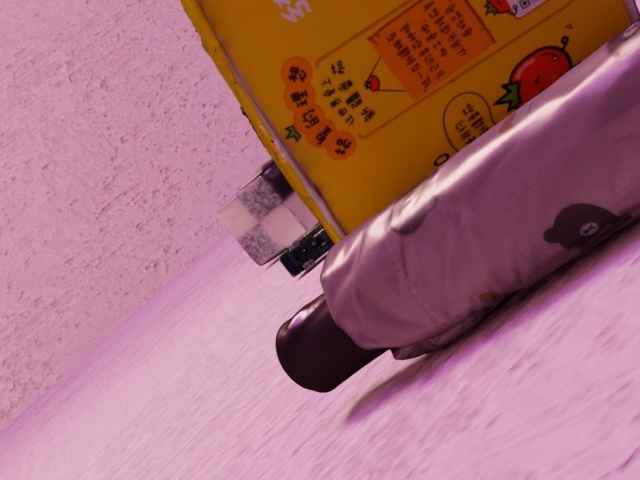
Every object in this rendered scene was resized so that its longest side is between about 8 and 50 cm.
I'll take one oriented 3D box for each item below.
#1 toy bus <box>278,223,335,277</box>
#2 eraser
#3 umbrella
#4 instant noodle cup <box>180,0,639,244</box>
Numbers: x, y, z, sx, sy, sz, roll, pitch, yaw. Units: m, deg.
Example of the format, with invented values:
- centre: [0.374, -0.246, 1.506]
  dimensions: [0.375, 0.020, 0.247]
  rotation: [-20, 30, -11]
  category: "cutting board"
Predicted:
- centre: [0.000, 0.000, 1.384]
  dimensions: [0.083, 0.031, 0.037]
  rotation: [-38, 0, 10]
  category: "toy bus"
- centre: [0.001, -0.101, 1.866]
  dimensions: [0.096, 0.098, 0.404]
  rotation: [-37, 6, 31]
  category: "eraser"
- centre: [0.102, -0.026, 0.631]
  dimensions: [0.337, 0.067, 0.073]
  rotation: [-37, 49, 33]
  category: "umbrella"
- centre: [0.062, -0.175, 1.027]
  dimensions: [0.254, 0.326, 0.325]
  rotation: [-30, 6, 7]
  category: "instant noodle cup"
